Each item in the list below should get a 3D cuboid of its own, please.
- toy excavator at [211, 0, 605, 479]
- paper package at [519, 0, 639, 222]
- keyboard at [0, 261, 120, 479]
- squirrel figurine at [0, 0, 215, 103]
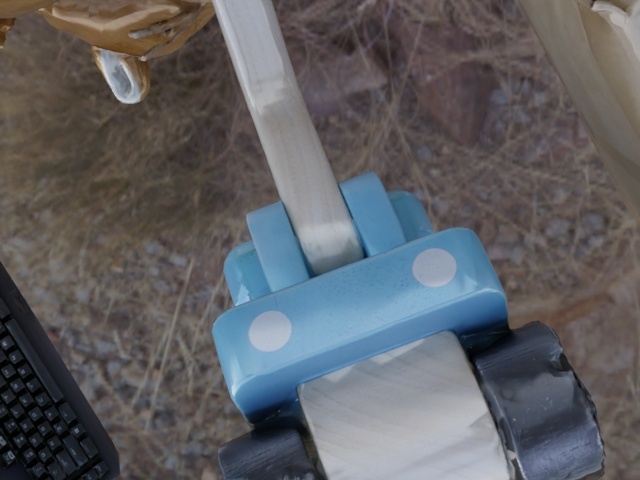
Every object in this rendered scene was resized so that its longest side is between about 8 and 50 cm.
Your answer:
[{"bbox_3d":[0.000,0.000,0.751,0.222,0.445,0.433,-22,149,-2],"label":"toy excavator"},{"bbox_3d":[0.322,-0.148,0.708,0.309,0.168,0.325,-36,129,4],"label":"paper package"},{"bbox_3d":[-0.286,0.081,0.781,0.033,0.201,0.317,-31,93,40],"label":"keyboard"},{"bbox_3d":[-0.270,-0.248,0.833,0.397,0.281,0.370,-2,170,41],"label":"squirrel figurine"}]
